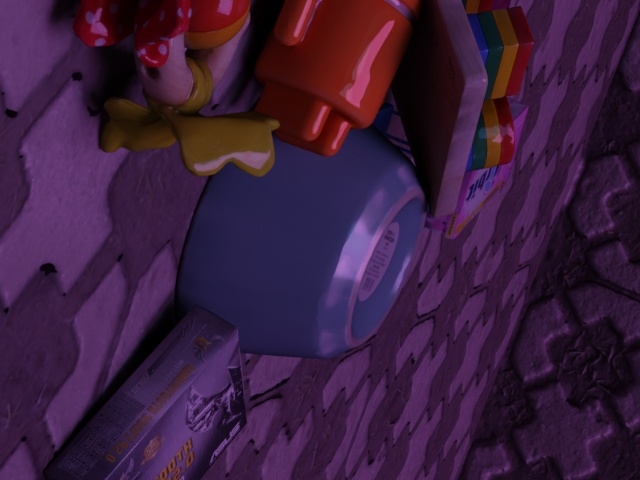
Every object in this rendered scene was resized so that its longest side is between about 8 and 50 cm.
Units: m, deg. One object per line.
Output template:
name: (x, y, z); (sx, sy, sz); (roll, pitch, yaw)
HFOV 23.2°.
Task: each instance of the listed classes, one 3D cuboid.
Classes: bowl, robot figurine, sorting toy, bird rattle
bowl: (0.000, 0.000, 1.620); (0.311, 0.163, 0.311); (-56, 161, -30)
robot figurine: (0.019, -0.192, 1.483); (0.219, 0.158, 0.128); (-66, -160, -5)
sorting toy: (0.136, -0.199, 1.585); (0.255, 0.089, 0.257); (96, -20, -61)
bird rattle: (-0.114, -0.175, 1.204); (0.253, 0.143, 0.207); (74, 29, -45)

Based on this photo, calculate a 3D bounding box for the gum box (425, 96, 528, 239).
gum box: (0.172, -0.089, 1.821); (0.188, 0.062, 0.107); (-43, 151, -52)

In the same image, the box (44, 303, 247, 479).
box: (-0.164, 0.201, 1.534); (0.231, 0.056, 0.183); (-49, 157, -30)

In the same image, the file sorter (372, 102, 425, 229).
file sorter: (0.078, -0.060, 1.865); (0.118, 0.104, 0.170); (-27, 138, -63)

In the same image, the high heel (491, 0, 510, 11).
high heel: (0.175, -0.328, 1.772); (0.181, 0.127, 0.377); (-49, 171, -25)
